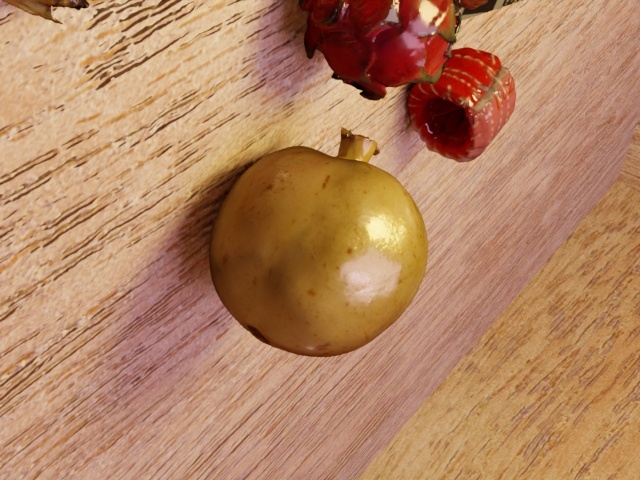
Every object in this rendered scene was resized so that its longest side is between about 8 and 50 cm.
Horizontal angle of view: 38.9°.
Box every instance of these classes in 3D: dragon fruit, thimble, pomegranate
[{"bbox_3d":[0.086,-0.279,1.176,0.274,0.193,0.192,33,97,-37],"label":"dragon fruit"},{"bbox_3d":[0.243,-0.234,1.573,0.125,0.163,0.190,-48,167,-23],"label":"thimble"},{"bbox_3d":[0.000,0.000,1.250,0.319,0.319,0.319,-43,151,-31],"label":"pomegranate"}]

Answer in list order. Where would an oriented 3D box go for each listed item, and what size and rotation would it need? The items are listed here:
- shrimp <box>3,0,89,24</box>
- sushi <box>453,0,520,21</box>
[{"bbox_3d":[-0.245,-0.284,0.745,0.253,0.058,0.173,13,99,-62],"label":"shrimp"},{"bbox_3d":[0.220,-0.357,1.292,0.264,0.290,0.050,24,53,-65],"label":"sushi"}]
